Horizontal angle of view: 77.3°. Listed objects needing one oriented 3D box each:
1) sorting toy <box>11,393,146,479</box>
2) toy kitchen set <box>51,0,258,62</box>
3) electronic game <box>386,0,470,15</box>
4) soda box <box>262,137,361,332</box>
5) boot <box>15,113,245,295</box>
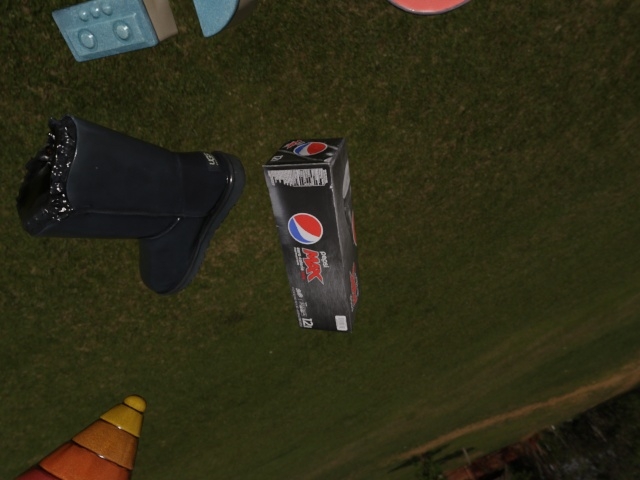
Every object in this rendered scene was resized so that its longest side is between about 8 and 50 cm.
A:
[{"bbox_3d":[-0.135,0.297,0.458,0.366,0.126,0.127,37,144,-15],"label":"sorting toy"},{"bbox_3d":[-0.152,-0.245,0.275,0.166,0.122,0.207,-3,124,14],"label":"toy kitchen set"},{"bbox_3d":[0.170,-0.453,0.577,0.230,0.048,0.229,3,130,4],"label":"electronic game"},{"bbox_3d":[0.000,0.000,0.351,0.053,0.060,0.168,2,124,16],"label":"soda box"},{"bbox_3d":[-0.228,-0.021,0.464,0.207,0.094,0.246,1,138,-49],"label":"boot"}]
